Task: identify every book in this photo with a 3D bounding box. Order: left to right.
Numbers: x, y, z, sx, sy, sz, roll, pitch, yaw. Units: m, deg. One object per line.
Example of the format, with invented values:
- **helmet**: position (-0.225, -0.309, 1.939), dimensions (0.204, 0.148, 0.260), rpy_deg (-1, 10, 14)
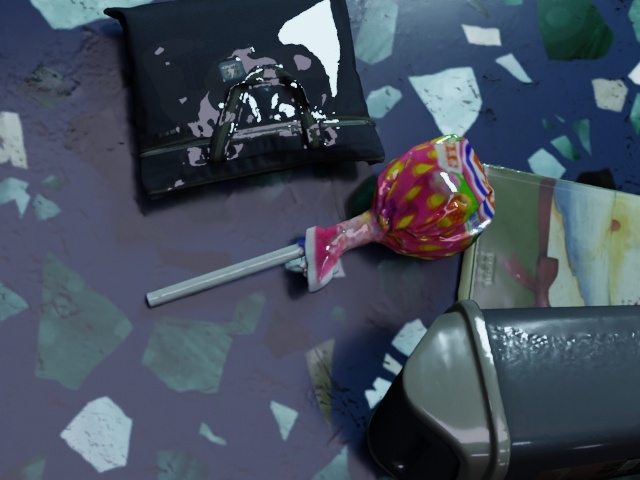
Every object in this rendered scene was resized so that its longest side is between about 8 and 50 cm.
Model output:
- **book**: position (0.292, 0.038, 1.267), dimensions (0.289, 0.026, 0.201), rpy_deg (9, 80, -12)

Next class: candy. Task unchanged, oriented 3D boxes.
- **candy**: position (0.000, 0.000, 1.175), dimensions (0.365, 0.124, 0.124), rpy_deg (-18, 87, -6)

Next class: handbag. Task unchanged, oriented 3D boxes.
- **handbag**: position (-0.072, -0.157, 1.176), dimensions (0.254, 0.089, 0.211), rpy_deg (-12, 80, -14)

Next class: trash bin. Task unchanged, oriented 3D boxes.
- **trash bin**: position (0.200, 0.157, 1.124), dimensions (0.290, 0.209, 0.182), rpy_deg (-4, 63, -12)
